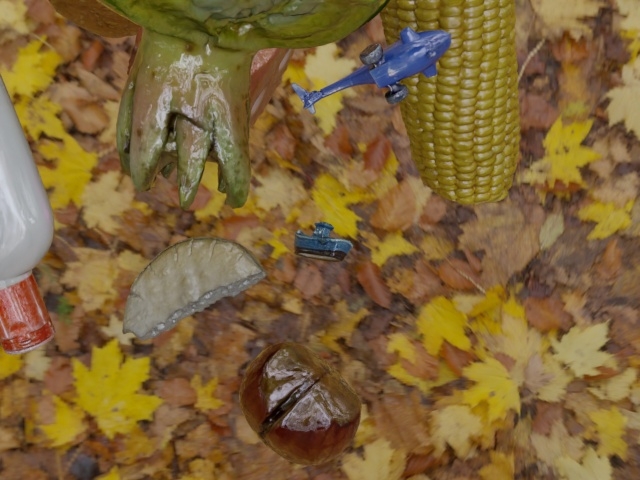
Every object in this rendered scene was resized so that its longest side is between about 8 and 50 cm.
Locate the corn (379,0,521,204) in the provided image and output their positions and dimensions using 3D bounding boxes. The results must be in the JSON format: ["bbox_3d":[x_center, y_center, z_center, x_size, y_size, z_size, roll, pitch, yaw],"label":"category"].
[{"bbox_3d":[0.134,-0.198,1.082,0.144,0.387,0.144,-7,37,6],"label":"corn"}]

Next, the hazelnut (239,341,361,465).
[{"bbox_3d":[-0.042,0.279,1.741,0.212,0.181,0.181,45,98,9],"label":"hazelnut"}]

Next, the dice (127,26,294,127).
[{"bbox_3d":[-0.134,-0.240,1.345,0.174,0.175,0.179,25,61,-2],"label":"dice"}]

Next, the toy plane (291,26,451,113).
[{"bbox_3d":[0.045,-0.150,0.931,0.167,0.062,0.054,-20,118,32],"label":"toy plane"}]

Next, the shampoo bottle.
[{"bbox_3d":[-0.252,-0.023,0.768,0.108,0.051,0.220,-15,106,8],"label":"shampoo bottle"}]

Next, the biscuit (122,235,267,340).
[{"bbox_3d":[-0.231,0.065,1.770,0.290,0.038,0.141,-28,62,18],"label":"biscuit"}]

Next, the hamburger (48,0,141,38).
[{"bbox_3d":[-0.374,-0.453,1.856,0.209,0.330,0.162,-15,68,48],"label":"hamburger"}]

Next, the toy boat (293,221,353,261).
[{"bbox_3d":[0.000,0.000,1.750,0.137,0.060,0.060,3,73,54],"label":"toy boat"}]

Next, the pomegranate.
[{"bbox_3d":[-0.058,-0.172,0.617,0.236,0.236,0.301,19,115,13],"label":"pomegranate"}]
